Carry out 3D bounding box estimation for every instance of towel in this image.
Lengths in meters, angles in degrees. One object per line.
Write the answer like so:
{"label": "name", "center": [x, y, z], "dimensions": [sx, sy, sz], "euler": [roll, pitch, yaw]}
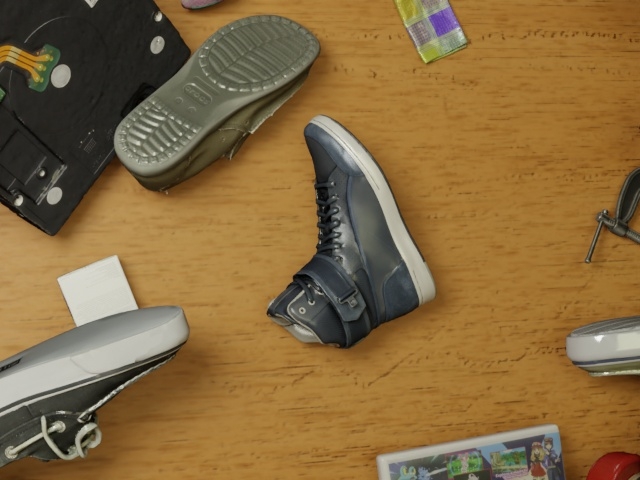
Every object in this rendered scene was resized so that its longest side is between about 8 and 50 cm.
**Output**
{"label": "towel", "center": [0.119, -0.238, 1.241], "dimensions": [0.060, 0.009, 0.083], "euler": [-25, 94, -15]}

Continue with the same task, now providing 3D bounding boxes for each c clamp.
{"label": "c clamp", "center": [0.380, -0.010, 1.295], "dimensions": [0.160, 0.022, 0.137], "euler": [22, 76, -13]}

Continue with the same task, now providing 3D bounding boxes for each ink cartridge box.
{"label": "ink cartridge box", "center": [-0.210, 0.078, 1.133], "dimensions": [0.063, 0.029, 0.115], "euler": [-22, 94, -15]}

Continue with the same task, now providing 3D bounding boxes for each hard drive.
{"label": "hard drive", "center": [-0.271, -0.180, 0.998], "dimensions": [0.064, 0.339, 0.237], "euler": [27, 77, 32]}

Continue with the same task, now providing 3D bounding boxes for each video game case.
{"label": "video game case", "center": [0.166, 0.298, 1.200], "dimensions": [0.201, 0.023, 0.183], "euler": [-8, 90, -14]}

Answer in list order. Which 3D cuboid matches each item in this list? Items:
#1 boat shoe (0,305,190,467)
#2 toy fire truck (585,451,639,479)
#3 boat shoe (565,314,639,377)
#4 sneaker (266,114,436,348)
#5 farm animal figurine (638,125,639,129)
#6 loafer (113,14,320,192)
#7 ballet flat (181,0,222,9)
{"label": "boat shoe", "center": [-0.252, 0.157, 1.062], "dimensions": [0.306, 0.113, 0.105], "euler": [-24, 102, -3]}
{"label": "toy fire truck", "center": [0.425, 0.340, 1.235], "dimensions": [0.254, 0.169, 0.302], "euler": [4, 87, -39]}
{"label": "boat shoe", "center": [0.410, 0.127, 1.252], "dimensions": [0.302, 0.109, 0.094], "euler": [-3, 90, -17]}
{"label": "sneaker", "center": [0.001, 0.001, 1.161], "dimensions": [0.163, 0.086, 0.226], "euler": [-30, 96, -16]}
{"label": "farm animal figurine", "center": [0.518, -0.055, 1.258], "dimensions": [0.327, 0.172, 0.330], "euler": [-31, 84, -30]}
{"label": "loafer", "center": [-0.103, -0.137, 1.151], "dimensions": [0.251, 0.087, 0.094], "euler": [-38, 71, -24]}
{"label": "ballet flat", "center": [-0.160, -0.334, 1.147], "dimensions": [0.079, 0.077, 0.221], "euler": [-25, 94, 5]}
